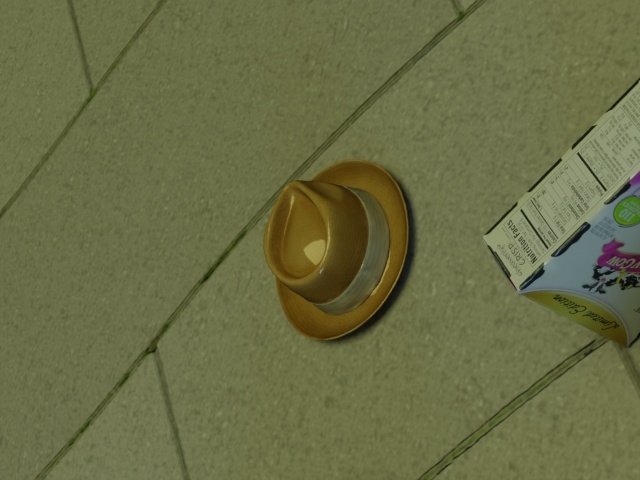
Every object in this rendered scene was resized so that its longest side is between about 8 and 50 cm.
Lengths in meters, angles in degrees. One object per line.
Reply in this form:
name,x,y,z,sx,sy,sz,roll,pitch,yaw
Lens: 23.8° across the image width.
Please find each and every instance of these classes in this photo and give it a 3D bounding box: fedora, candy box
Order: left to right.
fedora,0.000,0.000,1.499,0.194,0.079,0.194,-22,57,37
candy box,0.264,-0.035,1.191,0.233,0.159,0.071,-47,44,20
